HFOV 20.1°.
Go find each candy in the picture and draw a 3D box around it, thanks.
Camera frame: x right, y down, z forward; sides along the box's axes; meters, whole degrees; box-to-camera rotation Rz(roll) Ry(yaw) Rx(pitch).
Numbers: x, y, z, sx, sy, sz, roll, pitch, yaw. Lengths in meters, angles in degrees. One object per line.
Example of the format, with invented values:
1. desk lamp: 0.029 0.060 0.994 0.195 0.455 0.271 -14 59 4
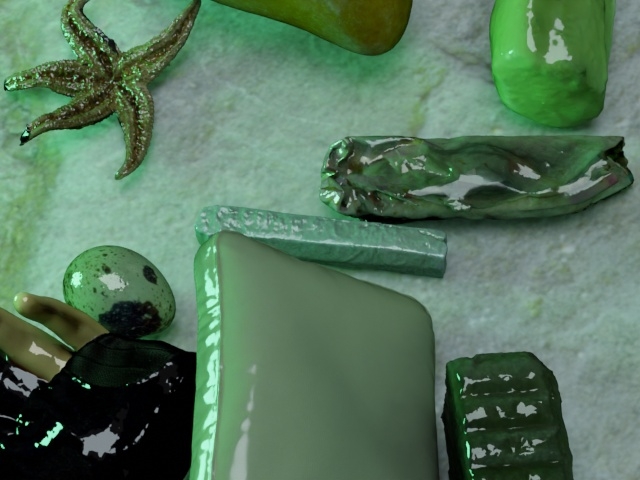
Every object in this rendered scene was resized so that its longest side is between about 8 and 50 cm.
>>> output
1. candy: 0.241 -0.284 1.822 0.132 0.142 0.343 11 61 -6

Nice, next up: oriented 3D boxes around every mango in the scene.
1. mango: -0.060 -0.325 1.824 0.384 0.199 0.221 39 35 17

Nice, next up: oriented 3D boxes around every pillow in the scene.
1. pillow: -0.003 0.163 1.551 0.255 0.120 0.322 20 55 -32

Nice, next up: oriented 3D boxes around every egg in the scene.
1. egg: -0.187 0.051 1.679 0.110 0.085 0.085 31 65 5

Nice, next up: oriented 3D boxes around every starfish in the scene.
1. starfish: -0.209 -0.164 1.821 0.238 0.057 0.213 -30 67 -13

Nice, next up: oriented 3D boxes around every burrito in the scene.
1. burrito: 0.152 -0.059 1.738 0.309 0.066 0.096 -3 57 -2

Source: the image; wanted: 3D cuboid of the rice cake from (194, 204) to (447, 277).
1. rice cake: 0.000 0.000 1.721 0.245 0.045 0.042 7 61 6

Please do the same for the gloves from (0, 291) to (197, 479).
1. gloves: -0.250 0.146 1.590 0.301 0.152 0.197 23 55 15

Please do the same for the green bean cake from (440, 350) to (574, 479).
1. green bean cake: 0.155 0.205 1.519 0.094 0.185 0.183 -5 62 -7
